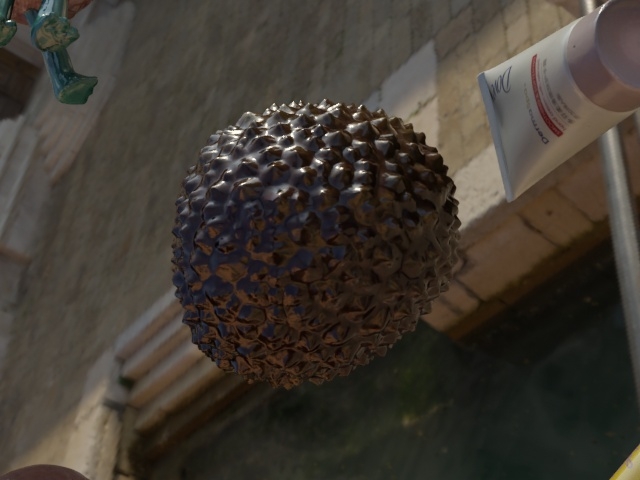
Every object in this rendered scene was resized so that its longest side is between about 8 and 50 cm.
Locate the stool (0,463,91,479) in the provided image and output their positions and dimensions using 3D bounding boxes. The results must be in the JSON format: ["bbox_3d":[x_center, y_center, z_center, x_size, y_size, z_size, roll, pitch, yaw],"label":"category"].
[{"bbox_3d":[-0.257,0.371,0.880,0.178,0.272,0.272,18,77,26],"label":"stool"}]

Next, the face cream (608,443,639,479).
[{"bbox_3d":[0.488,0.331,1.331,0.273,0.078,0.078,-44,22,-14],"label":"face cream"}]

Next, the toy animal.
[{"bbox_3d":[-0.134,-0.178,0.496,0.100,0.103,0.208,-31,53,53],"label":"toy animal"}]

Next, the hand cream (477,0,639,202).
[{"bbox_3d":[0.206,-0.129,0.802,0.248,0.083,0.133,141,120,-68],"label":"hand cream"}]

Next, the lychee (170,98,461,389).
[{"bbox_3d":[0.000,0.000,0.834,0.267,0.267,0.267,-43,30,33],"label":"lychee"}]
